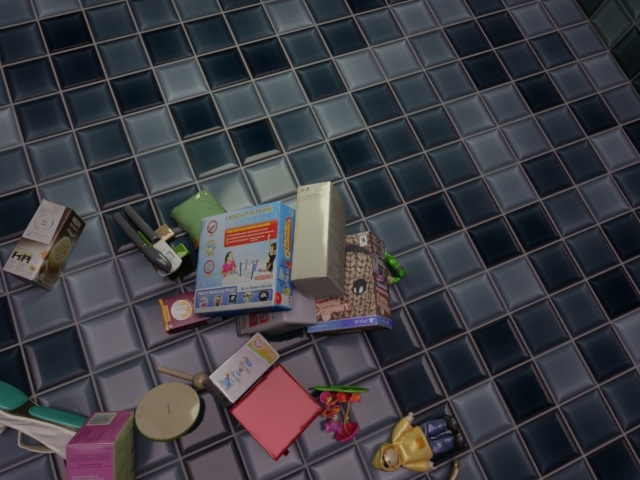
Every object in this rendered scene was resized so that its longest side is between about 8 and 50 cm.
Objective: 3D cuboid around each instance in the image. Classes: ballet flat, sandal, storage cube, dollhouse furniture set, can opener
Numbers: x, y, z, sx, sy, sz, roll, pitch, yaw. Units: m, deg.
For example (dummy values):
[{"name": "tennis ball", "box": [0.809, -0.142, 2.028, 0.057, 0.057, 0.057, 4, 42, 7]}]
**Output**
[{"name": "ballet flat", "box": [-0.851, 0.509, 1.470, 0.401, 0.139, 0.139, 23, 70, 0]}, {"name": "sandal", "box": [0.377, 0.745, 1.570, 0.049, 0.072, 0.180, 18, 68, 15]}, {"name": "storage cube", "box": [-0.129, 0.502, 1.525, 0.215, 0.183, 0.193, 43, 70, 9]}, {"name": "dollhouse furniture set", "box": [-0.433, -0.044, 1.688, 0.302, 0.151, 0.197, -39, 80, -17]}, {"name": "can opener", "box": [-0.520, -0.008, 1.545, 0.076, 0.095, 0.283, -40, 70, -18]}]

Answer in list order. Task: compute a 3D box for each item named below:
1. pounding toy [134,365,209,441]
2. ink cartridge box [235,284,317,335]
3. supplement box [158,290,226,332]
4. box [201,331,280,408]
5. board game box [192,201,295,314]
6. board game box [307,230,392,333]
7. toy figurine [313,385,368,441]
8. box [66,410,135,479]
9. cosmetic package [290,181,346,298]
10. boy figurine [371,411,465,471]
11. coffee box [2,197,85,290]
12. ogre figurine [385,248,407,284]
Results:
[{"name": "pounding toy", "box": [-0.434, 0.505, 1.543, 0.183, 0.110, 0.236, 6, 41, 6]}, {"name": "ink cartridge box", "box": [-0.154, 0.134, 1.650, 0.130, 0.272, 0.309, 10, 67, -39]}, {"name": "supplement box", "box": [-0.400, 0.218, 1.641, 0.188, 0.081, 0.104, -15, 74, -12]}, {"name": "box", "box": [-0.237, 0.386, 1.558, 0.103, 0.114, 0.203, 47, 56, 2]}, {"name": "board game box", "box": [-0.224, 0.063, 1.534, 0.309, 0.086, 0.301, -9, 70, 31]}, {"name": "board game box", "box": [0.083, 0.142, 1.641, 0.232, 0.141, 0.290, -12, 71, 24]}, {"name": "toy figurine", "box": [0.058, 0.526, 1.576, 0.173, 0.130, 0.159, 7, 79, -17]}, {"name": "box", "box": [-0.575, 0.608, 1.378, 0.118, 0.213, 0.242, -1, 94, -7]}, {"name": "cosmetic package", "box": [0.000, 0.000, 1.538, 0.113, 0.160, 0.309, -7, 61, 20]}, {"name": "boy figurine", "box": [0.285, 0.618, 1.588, 0.286, 0.092, 0.177, -13, 76, -15]}, {"name": "coffee box", "box": [-0.852, 0.015, 1.622, 0.098, 0.141, 0.246, 19, 71, 0]}, {"name": "ogre figurine", "box": [0.183, 0.108, 1.750, 0.197, 0.097, 0.118, -26, 92, 7]}]
